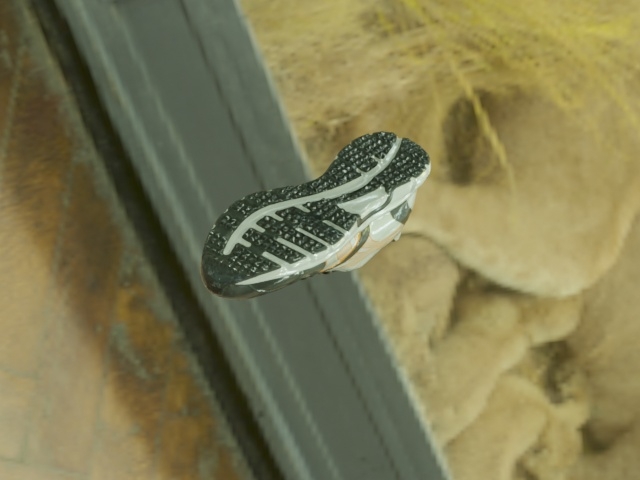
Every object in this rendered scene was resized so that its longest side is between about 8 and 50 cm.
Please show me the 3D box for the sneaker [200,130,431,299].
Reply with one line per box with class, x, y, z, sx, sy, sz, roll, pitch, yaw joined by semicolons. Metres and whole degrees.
sneaker;0.000;0.000;0.557;0.109;0.040;0.044;-28;142;-39
